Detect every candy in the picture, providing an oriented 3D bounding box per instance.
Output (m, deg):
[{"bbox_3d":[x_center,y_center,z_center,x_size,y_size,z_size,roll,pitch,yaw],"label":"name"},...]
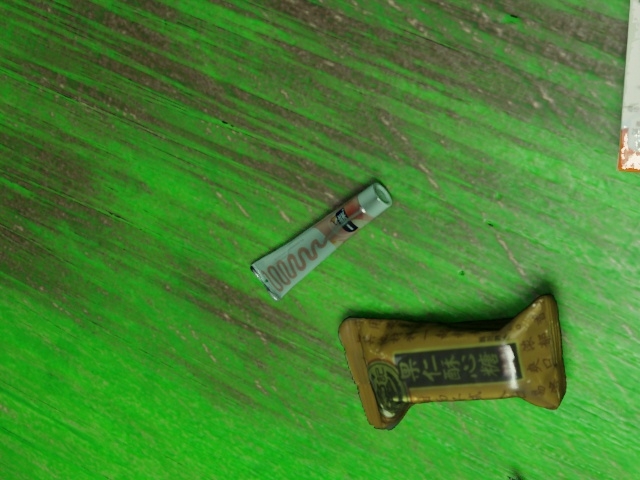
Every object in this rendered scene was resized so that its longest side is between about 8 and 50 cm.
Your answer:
[{"bbox_3d":[0.149,0.144,1.276,0.271,0.101,0.143,-9,92,29],"label":"candy"}]

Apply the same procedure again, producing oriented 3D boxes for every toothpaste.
[{"bbox_3d":[0.000,0.000,1.337,0.205,0.036,0.056,-37,88,28],"label":"toothpaste"}]

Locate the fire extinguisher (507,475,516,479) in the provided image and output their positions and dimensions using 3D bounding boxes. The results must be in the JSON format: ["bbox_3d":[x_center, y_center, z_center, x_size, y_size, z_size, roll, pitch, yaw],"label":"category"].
[{"bbox_3d":[0.217,0.364,1.301,0.050,0.062,0.177,12,90,56],"label":"fire extinguisher"}]

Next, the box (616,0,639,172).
[{"bbox_3d":[0.439,-0.190,1.089,0.273,0.048,0.265,5,103,21],"label":"box"}]
